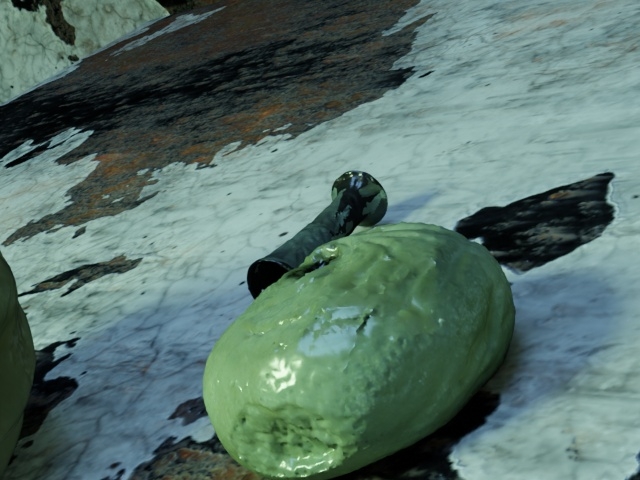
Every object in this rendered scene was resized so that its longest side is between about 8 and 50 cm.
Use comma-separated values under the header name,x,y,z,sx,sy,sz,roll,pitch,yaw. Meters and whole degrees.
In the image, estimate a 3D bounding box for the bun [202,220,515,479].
name,x,y,z,sx,sy,sz,roll,pitch,yaw
bun,0.019,0.063,0.838,0.221,0.108,0.221,-21,20,8

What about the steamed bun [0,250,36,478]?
name,x,y,z,sx,sy,sz,roll,pitch,yaw
steamed bun,-0.373,0.103,0.982,0.342,0.255,0.368,21,74,31

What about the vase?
name,x,y,z,sx,sy,sz,roll,pitch,yaw
vase,0.000,0.000,1.107,0.059,0.059,0.167,-10,24,36
